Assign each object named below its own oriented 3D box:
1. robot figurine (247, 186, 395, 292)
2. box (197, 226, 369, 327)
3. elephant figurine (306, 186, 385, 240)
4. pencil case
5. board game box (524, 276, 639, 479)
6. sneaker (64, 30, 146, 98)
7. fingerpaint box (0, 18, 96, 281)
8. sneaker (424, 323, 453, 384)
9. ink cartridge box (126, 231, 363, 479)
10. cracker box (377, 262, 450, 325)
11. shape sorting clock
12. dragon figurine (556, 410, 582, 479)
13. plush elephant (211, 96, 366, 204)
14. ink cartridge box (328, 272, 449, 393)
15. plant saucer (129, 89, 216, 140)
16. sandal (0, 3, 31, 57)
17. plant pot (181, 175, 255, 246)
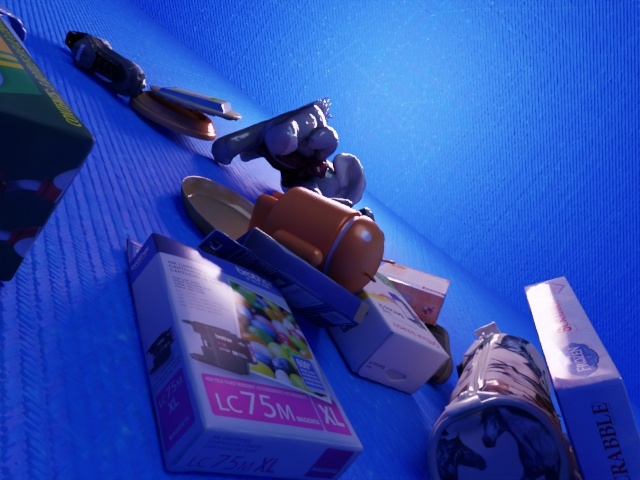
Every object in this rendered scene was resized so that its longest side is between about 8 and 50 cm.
[{"bbox_3d":[0.001,-0.001,0.751,0.220,0.128,0.158,26,-19,18],"label":"robot figurine"},{"bbox_3d":[-0.056,0.048,0.694,0.225,0.036,0.136,34,-22,-14],"label":"box"},{"bbox_3d":[0.020,-0.030,0.991,0.239,0.186,0.169,33,35,-57],"label":"elephant figurine"},{"bbox_3d":[0.264,0.249,0.743,0.183,0.160,0.410,56,18,11],"label":"pencil case"},{"bbox_3d":[0.350,0.244,0.638,0.318,0.066,0.318,70,20,-7],"label":"board game box"},{"bbox_3d":[-0.465,-0.376,1.063,0.234,0.078,0.106,41,17,26],"label":"sneaker"},{"bbox_3d":[-0.439,-0.184,0.338,0.445,0.163,0.371,46,15,26],"label":"fingerpaint box"},{"bbox_3d":[0.203,0.195,0.959,0.071,0.066,0.188,36,14,-9],"label":"sneaker"},{"bbox_3d":[-0.096,0.098,0.533,0.186,0.065,0.311,27,16,-40],"label":"ink cartridge box"},{"bbox_3d":[0.195,0.109,1.106,0.156,0.067,0.232,18,8,16],"label":"cracker box"},{"bbox_3d":[-0.277,-0.306,1.126,0.207,0.040,0.206,14,15,-4],"label":"shape sorting clock"},{"bbox_3d":[0.449,0.394,0.915,0.144,0.085,0.289,28,16,-35],"label":"dragon figurine"},{"bbox_3d":[-0.047,-0.175,1.198,0.330,0.272,0.255,-39,118,-44],"label":"plush elephant"},{"bbox_3d":[0.087,0.130,0.822,0.154,0.093,0.212,29,19,-37],"label":"ink cartridge box"},{"bbox_3d":[-0.325,-0.286,1.131,0.200,0.037,0.200,26,16,-8],"label":"plant saucer"},{"bbox_3d":[-0.441,-0.256,0.658,0.138,0.126,0.317,27,19,-52],"label":"sandal"},{"bbox_3d":[-0.141,-0.025,0.860,0.236,0.032,0.236,37,15,-11],"label":"plant pot"}]
